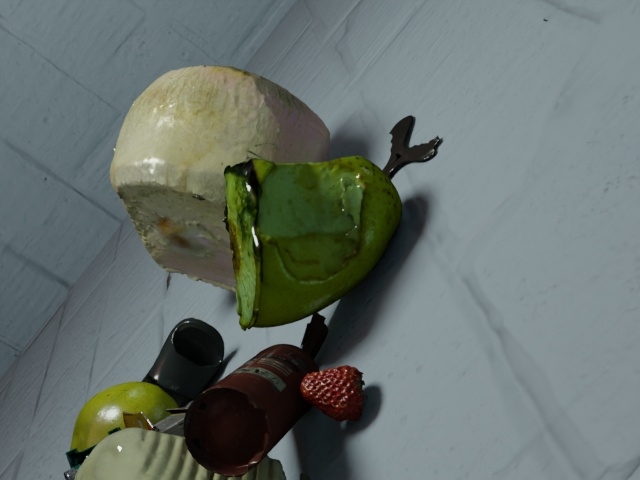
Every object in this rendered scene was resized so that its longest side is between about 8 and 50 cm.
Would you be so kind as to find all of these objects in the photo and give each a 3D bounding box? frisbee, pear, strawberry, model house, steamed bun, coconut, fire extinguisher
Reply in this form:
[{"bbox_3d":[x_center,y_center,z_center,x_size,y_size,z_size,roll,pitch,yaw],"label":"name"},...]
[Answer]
[{"bbox_3d":[0.132,-0.129,1.460,0.211,0.012,0.187,-61,22,-17],"label":"frisbee"},{"bbox_3d":[-0.322,0.327,1.495,0.198,0.198,0.198,-45,22,24],"label":"pear"},{"bbox_3d":[0.017,0.188,1.115,0.073,0.083,0.074,0,-90,-86],"label":"strawberry"},{"bbox_3d":[-0.188,0.317,1.337,0.135,0.207,0.219,-25,-1,-27],"label":"model house"},{"bbox_3d":[-0.177,0.392,1.044,0.290,0.273,0.272,-109,41,-70],"label":"steamed bun"},{"bbox_3d":[0.000,0.000,1.289,0.164,0.255,0.239,161,105,-68],"label":"pear"},{"bbox_3d":[-0.172,-0.143,1.630,0.404,0.404,0.405,-45,22,24],"label":"coconut"},{"bbox_3d":[-0.056,0.180,1.166,0.147,0.106,0.337,-62,-9,13],"label":"fire extinguisher"}]

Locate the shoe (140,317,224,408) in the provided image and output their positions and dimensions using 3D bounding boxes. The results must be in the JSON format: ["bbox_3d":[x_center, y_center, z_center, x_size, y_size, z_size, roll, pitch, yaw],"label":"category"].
[{"bbox_3d":[-0.253,0.248,1.586,0.241,0.108,0.093,-52,16,27],"label":"shoe"}]

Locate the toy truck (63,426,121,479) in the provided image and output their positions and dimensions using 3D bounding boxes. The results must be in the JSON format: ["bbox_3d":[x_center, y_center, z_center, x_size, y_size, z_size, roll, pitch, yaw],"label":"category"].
[{"bbox_3d":[-0.278,0.387,1.284,0.110,0.216,0.116,-24,-20,-27],"label":"toy truck"}]
